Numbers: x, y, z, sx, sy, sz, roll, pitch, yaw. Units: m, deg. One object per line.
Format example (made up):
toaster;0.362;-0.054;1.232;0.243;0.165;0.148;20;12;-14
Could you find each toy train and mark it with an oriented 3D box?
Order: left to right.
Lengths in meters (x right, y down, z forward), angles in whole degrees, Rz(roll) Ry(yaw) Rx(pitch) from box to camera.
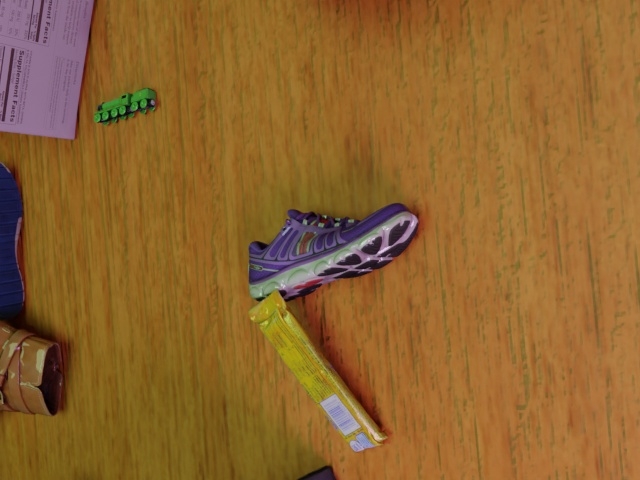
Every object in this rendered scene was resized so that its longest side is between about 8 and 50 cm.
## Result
toy train;-0.201;-0.138;0.787;0.083;0.017;0.024;-9;77;31

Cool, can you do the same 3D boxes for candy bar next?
candy bar;-0.002;0.114;0.641;0.040;0.018;0.161;-36;94;31

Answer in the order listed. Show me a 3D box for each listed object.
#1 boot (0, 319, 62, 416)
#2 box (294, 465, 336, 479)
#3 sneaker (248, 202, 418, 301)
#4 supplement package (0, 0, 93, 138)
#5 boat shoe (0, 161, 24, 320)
boot;-0.363;0.178;0.866;0.152;0.073;0.197;11;120;10
box;-0.086;0.322;0.641;0.247;0.163;0.142;-40;70;26
sneaker;0.000;0.000;0.640;0.169;0.068;0.071;-21;75;31
supplement package;-0.361;-0.257;0.806;0.203;0.145;0.262;16;98;30
boat shoe;-0.387;-0.001;0.875;0.066;0.066;0.183;-1;90;33
